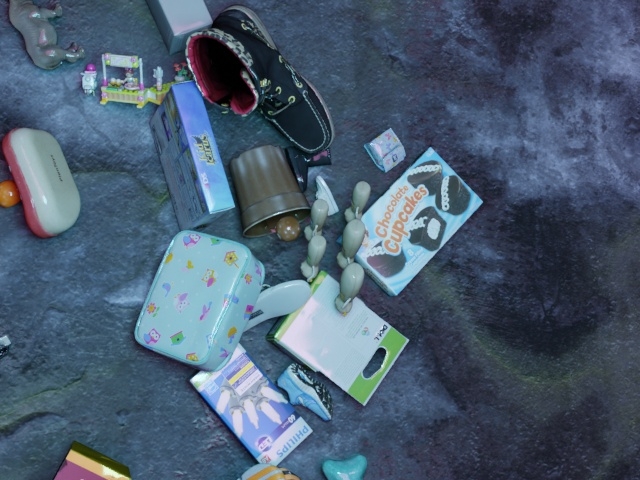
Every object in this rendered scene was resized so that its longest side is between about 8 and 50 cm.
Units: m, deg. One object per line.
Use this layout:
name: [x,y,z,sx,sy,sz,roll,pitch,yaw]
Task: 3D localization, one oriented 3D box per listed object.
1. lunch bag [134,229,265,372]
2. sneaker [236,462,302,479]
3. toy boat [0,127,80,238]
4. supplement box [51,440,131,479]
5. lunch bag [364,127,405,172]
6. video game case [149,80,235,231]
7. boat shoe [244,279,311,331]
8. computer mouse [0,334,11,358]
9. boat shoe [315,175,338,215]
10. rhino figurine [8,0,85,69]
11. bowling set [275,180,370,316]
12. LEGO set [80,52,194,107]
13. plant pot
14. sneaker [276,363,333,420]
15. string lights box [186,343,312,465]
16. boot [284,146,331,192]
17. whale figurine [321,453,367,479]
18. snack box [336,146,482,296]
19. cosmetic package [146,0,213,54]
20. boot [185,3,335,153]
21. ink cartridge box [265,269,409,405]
lunch bag: [-0.255,0.120,1.686,0.224,0.108,0.279,13,72,29]
sneaker: [-0.169,0.579,1.674,0.321,0.180,0.125,-28,57,14]
toy boat: [-0.606,-0.111,1.666,0.151,0.151,0.231,-23,87,13]
supplement box: [-0.476,0.514,1.565,0.129,0.191,0.194,30,75,-9]
lunch bag: [0.158,-0.214,1.914,0.071,0.053,0.083,-36,101,-15]
video game case: [-0.275,-0.166,1.688,0.061,0.244,0.270,-15,86,-24]
boat shoe: [-0.123,0.128,1.736,0.219,0.070,0.078,-24,128,12]
computer mouse: [-0.762,0.149,1.605,0.188,0.072,0.272,-28,90,-16]
boat shoe: [0.007,-0.102,1.857,0.035,0.035,0.100,-29,116,-7]
rhino figurine: [-0.611,-0.477,1.736,0.106,0.073,0.243,-28,88,-20]
bowling set: [0.000,0.000,1.731,0.199,0.154,0.287,12,55,-2]
LEGO set: [-0.371,-0.361,1.738,0.287,0.132,0.107,-5,121,-14]
plant pot: [-0.119,-0.112,1.777,0.167,0.167,0.165,-16,78,-17]
sneaker: [-0.034,0.343,1.785,0.073,0.063,0.162,-35,107,22]
string lights box: [-0.154,0.355,1.734,0.133,0.077,0.260,-41,94,-18]
boot: [-0.022,-0.176,1.865,0.099,0.045,0.121,-14,82,-16]
whale figurine: [0.073,0.604,1.725,0.216,0.141,0.272,-3,82,-15]
snack box: [0.212,-0.045,1.898,0.187,0.060,0.322,45,74,-4]
cosmetic package: [-0.335,-0.552,1.793,0.107,0.127,0.238,-21,86,-17]
boot: [-0.123,-0.313,1.687,0.138,0.284,0.377,-29,103,20]
ink cartridge box: [0.036,0.220,1.796,0.255,0.097,0.189,39,74,-8]
